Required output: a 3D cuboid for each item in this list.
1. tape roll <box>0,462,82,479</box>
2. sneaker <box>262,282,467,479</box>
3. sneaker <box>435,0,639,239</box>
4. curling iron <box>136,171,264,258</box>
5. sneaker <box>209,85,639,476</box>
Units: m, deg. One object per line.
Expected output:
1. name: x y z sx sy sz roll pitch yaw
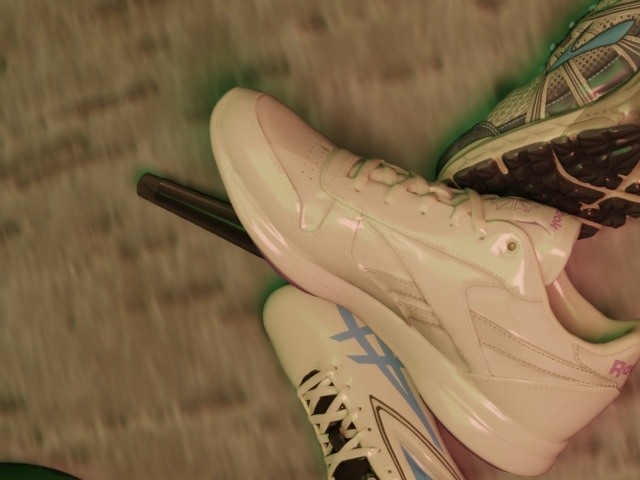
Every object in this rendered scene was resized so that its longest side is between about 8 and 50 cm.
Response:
1. tape roll: -0.240 0.326 1.129 0.321 0.077 0.321 0 90 20
2. sneaker: 0.031 0.129 1.016 0.085 0.086 0.237 -40 77 35
3. sneaker: 0.191 -0.097 0.966 0.283 0.110 0.122 -27 46 31
4. curling iron: 0.000 0.000 1.056 0.274 0.035 0.068 17 103 18
5. sneaker: 0.068 -0.002 0.950 0.305 0.114 0.152 42 115 -4
